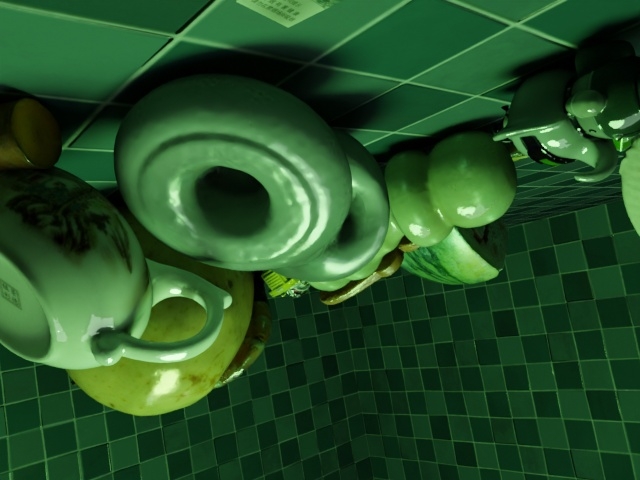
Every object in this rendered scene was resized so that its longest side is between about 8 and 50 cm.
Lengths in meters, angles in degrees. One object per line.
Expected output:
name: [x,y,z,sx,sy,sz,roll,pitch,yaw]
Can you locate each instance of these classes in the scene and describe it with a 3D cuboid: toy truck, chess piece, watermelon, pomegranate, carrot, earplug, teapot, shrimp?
toy truck: [0.000,0.000,1.130,0.136,0.111,0.286,-31,-165,51]
chess piece: [0.119,-0.052,0.862,0.330,0.182,0.182,-20,170,30]
watermelon: [0.232,-0.030,1.131,0.201,0.213,0.261,-49,-166,-25]
pomegranate: [-0.276,0.106,0.914,0.342,0.342,0.342,-10,174,-1]
carrot: [-0.330,-0.076,0.478,0.224,0.057,0.057,-5,175,7]
earplug: [-0.049,-0.058,0.593,0.214,0.175,0.325,-18,161,26]
teapot: [-0.233,0.027,0.550,0.139,0.298,0.204,-44,166,-51]
shrimp: [-0.179,0.162,1.097,0.222,0.290,0.054,-34,120,20]

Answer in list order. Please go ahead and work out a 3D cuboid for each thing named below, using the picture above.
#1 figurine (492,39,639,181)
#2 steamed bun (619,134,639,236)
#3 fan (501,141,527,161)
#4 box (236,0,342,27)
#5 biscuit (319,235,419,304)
figurine: [0.258,-0.128,0.596,0.147,0.126,0.192,-28,-165,-28]
steamed bun: [0.541,-0.091,0.686,0.309,0.309,0.309,-10,174,-1]
fan: [0.291,-0.140,0.882,0.082,0.039,0.155,-10,175,-4]
box: [-0.003,-0.155,0.339,0.083,0.024,0.054,-14,172,32]
biscuit: [0.093,-0.002,1.000,0.043,0.280,0.183,28,-173,-38]
